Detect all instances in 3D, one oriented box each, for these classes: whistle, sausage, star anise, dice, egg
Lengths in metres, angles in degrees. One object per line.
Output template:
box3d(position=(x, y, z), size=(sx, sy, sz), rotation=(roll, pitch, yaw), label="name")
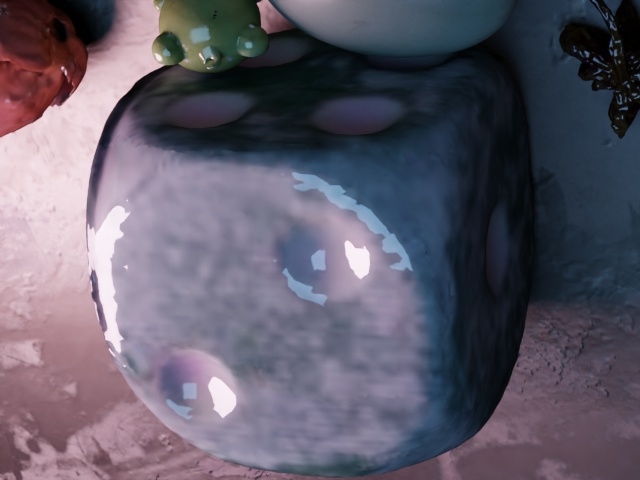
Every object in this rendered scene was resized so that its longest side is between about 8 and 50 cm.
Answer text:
box3d(position=(-0.103, -0.230, 1.508), size=(0.105, 0.227, 0.085), rotation=(-6, 134, -1), label="whistle")
box3d(position=(-0.373, -0.169, 1.695), size=(0.279, 0.152, 0.152), rotation=(-15, 110, 30), label="sausage")
box3d(position=(0.264, -0.179, 1.472), size=(0.097, 0.070, 0.191), rotation=(-28, 101, 34), label="star anise")
box3d(position=(0.000, 0.000, 1.521), size=(0.348, 0.328, 0.330), rotation=(5, 118, 21), label="dice")
box3d(position=(0.053, -0.254, 1.441), size=(0.264, 0.183, 0.183), rotation=(25, 125, 24), label="egg")
